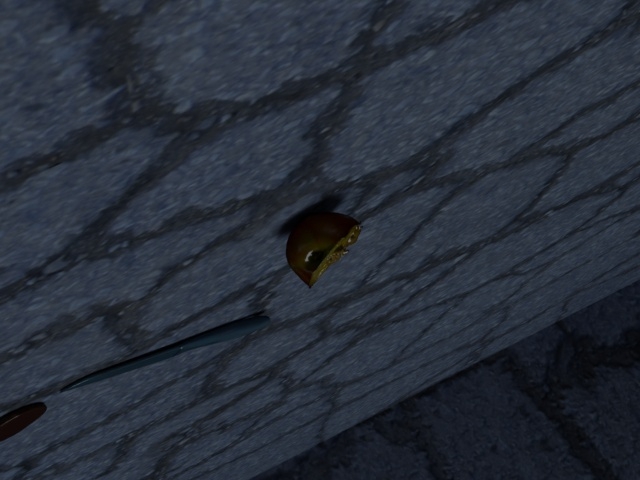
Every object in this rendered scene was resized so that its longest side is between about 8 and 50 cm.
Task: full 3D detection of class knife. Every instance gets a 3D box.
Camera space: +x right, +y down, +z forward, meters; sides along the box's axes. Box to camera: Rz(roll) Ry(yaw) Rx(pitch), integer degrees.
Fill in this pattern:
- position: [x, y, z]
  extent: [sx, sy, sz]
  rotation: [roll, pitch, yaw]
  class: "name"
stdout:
- position: [-0.187, 0.139, 2.140]
  extent: [0.313, 0.019, 0.044]
  rotation: [-16, 165, -39]
  class: "knife"

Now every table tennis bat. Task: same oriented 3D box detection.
- position: [-0.391, 0.235, 2.075]
  extent: [0.156, 0.013, 0.087]
  rotation: [-37, 168, 24]
  class: "table tennis bat"

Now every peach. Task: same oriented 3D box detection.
- position: [0.000, 0.000, 1.889]
  extent: [0.098, 0.061, 0.098]
  rotation: [-50, 175, -6]
  class: "peach"
